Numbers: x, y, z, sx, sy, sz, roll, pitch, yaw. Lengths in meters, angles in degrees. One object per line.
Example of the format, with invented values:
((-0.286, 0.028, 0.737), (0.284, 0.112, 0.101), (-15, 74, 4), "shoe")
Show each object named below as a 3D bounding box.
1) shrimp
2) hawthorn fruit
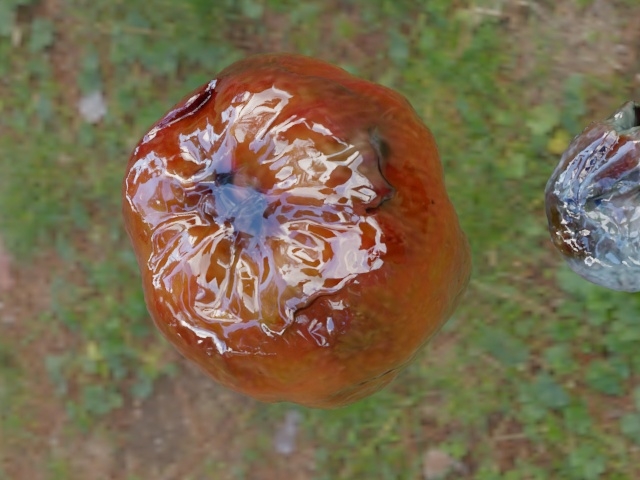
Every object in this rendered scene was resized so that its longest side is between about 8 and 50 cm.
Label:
((0.184, -0.072, 0.804), (0.079, 0.090, 0.233), (40, 98, -11), "shrimp")
((-0.003, -0.002, 0.928), (0.173, 0.179, 0.173), (-30, 40, 29), "hawthorn fruit")
